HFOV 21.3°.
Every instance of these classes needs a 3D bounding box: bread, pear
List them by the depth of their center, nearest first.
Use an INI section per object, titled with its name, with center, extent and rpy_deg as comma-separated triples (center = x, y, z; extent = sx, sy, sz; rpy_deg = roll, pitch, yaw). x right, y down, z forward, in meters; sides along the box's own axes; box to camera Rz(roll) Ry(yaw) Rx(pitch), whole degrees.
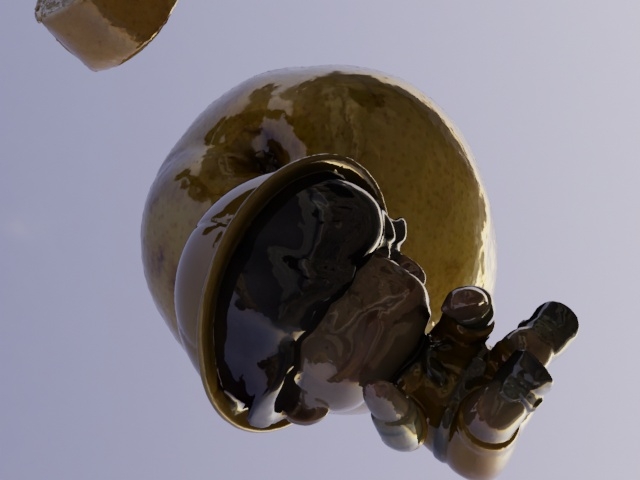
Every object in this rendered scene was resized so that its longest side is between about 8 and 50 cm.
[bread]
center = -0.144, -0.183, 1.211
extent = 0.073, 0.122, 0.149
rpy_deg = 42, -134, -27
[pear]
center = 0.000, 0.000, 1.425
extent = 0.314, 0.314, 0.314
rpy_deg = 31, -140, -31

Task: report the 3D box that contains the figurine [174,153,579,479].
[figurine]
center = 0.024, 0.062, 1.115
extent = 0.257, 0.167, 0.192
rpy_deg = 35, -129, 9
